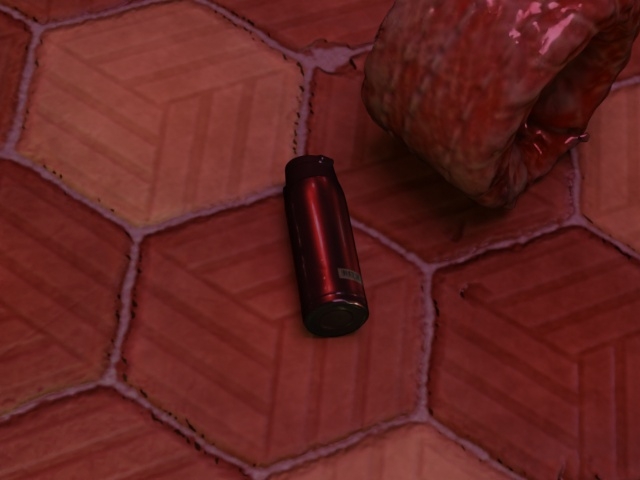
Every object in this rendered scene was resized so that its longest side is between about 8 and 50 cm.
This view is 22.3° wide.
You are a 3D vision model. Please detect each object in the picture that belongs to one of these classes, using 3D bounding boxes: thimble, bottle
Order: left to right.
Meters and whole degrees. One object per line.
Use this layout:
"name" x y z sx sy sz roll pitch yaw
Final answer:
"bottle" 0.000 0.000 1.383 0.060 0.060 0.164 -3 56 -10
"thimble" 0.159 -0.156 1.410 0.162 0.239 0.239 38 59 20
